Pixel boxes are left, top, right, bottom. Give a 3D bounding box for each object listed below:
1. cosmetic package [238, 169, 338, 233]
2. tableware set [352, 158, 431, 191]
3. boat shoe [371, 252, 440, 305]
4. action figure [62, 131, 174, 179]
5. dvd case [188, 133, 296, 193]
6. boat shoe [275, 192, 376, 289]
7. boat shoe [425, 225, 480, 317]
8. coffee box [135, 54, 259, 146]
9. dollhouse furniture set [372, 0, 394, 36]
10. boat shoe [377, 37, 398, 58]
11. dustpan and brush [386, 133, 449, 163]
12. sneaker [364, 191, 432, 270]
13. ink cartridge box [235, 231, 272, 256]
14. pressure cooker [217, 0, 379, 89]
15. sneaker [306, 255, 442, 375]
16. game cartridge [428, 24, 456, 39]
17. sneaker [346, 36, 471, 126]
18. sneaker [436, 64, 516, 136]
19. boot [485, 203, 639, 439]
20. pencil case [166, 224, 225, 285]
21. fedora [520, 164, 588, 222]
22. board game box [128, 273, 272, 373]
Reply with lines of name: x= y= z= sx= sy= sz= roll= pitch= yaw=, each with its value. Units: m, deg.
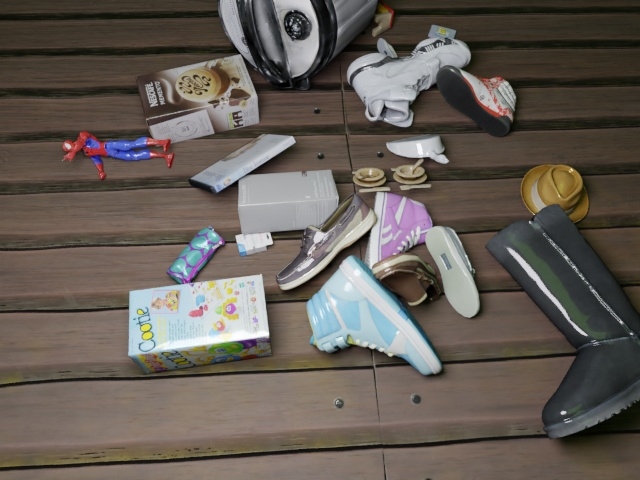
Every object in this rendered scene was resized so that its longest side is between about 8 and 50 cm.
cosmetic package: x=-0.083 y=-0.097 z=1.291 sx=0.238 sy=0.107 sz=0.127 roll=-4 pitch=44 yaw=-8
tableware set: x=0.182 y=-0.175 z=1.360 sx=0.194 sy=0.039 sz=0.128 roll=-5 pitch=32 yaw=-5
boat shoe: x=0.202 y=0.091 z=1.138 sx=0.095 sy=0.258 sz=0.095 roll=-31 pitch=66 yaw=27
action figure: x=-0.541 y=-0.213 z=1.355 sx=0.281 sy=0.091 sz=0.139 roll=6 pitch=52 yaw=1
dvd case: x=-0.205 y=-0.204 z=1.343 sx=0.253 sy=0.022 sz=0.180 roll=-37 pitch=29 yaw=-20
boat shoe: x=0.000 y=0.000 z=1.220 sx=0.285 sy=0.103 sz=0.092 roll=-39 pitch=109 yaw=-4
boat shoe: x=0.328 y=0.067 z=1.237 sx=0.081 sy=0.079 sz=0.227 roll=-11 pitch=75 yaw=-42
coffee box: x=-0.337 y=-0.388 z=1.446 sx=0.298 sy=0.118 sz=0.168 roll=-17 pitch=64 yaw=-11
dollhouse furniture set: x=0.125 y=-0.866 z=1.683 sx=0.152 sy=0.201 sz=0.374 roll=-33 pitch=66 yaw=-18
boat shoe: x=0.212 y=-0.595 z=1.634 sx=0.035 sy=0.035 sz=0.100 roll=-4 pitch=53 yaw=-36
dustpan and brush: x=0.282 y=-0.240 z=1.384 sx=0.148 sy=0.211 sz=0.060 roll=-13 pitch=105 yaw=-13
sneaker: x=0.194 y=0.007 z=1.259 sx=0.161 sy=0.102 sz=0.281 roll=13 pitch=61 yaw=1
ink cartridge box: x=-0.162 y=0.005 z=1.285 sx=0.084 sy=0.028 sz=0.048 roll=-13 pitch=62 yaw=-9
pressure cooker: x=-0.074 y=-0.655 z=1.435 sx=0.370 sy=0.376 sz=0.420 roll=43 pitch=56 yaw=-9
sneaker: x=0.100 y=0.210 z=1.145 sx=0.208 sy=0.127 sz=0.319 roll=-41 pitch=91 yaw=8
game cartridge: x=0.393 y=-0.667 z=1.688 sx=0.084 sy=0.017 sz=0.055 roll=17 pitch=65 yaw=8
sneaker: x=0.273 y=-0.446 z=1.497 sx=0.366 sy=0.137 sz=0.210 roll=-12 pitch=63 yaw=-3
sneaker: x=0.443 y=-0.424 z=1.471 sx=0.270 sy=0.090 sz=0.144 roll=36 pitch=59 yaw=-16
boot: x=0.517 y=0.158 z=1.154 sx=0.367 sy=0.146 sz=0.444 roll=-19 pitch=67 yaw=-23
pencil case: x=-0.294 y=0.039 z=1.241 sx=0.070 sy=0.064 sz=0.151 roll=16 pitch=59 yaw=35
fedora: x=0.624 y=-0.135 z=1.364 sx=0.195 sy=0.079 sz=0.194 roll=1 pitch=62 yaw=-1
board game box: x=-0.251 y=0.181 z=1.120 sx=0.276 sy=0.142 sz=0.144 roll=-6 pitch=62 yaw=-6
